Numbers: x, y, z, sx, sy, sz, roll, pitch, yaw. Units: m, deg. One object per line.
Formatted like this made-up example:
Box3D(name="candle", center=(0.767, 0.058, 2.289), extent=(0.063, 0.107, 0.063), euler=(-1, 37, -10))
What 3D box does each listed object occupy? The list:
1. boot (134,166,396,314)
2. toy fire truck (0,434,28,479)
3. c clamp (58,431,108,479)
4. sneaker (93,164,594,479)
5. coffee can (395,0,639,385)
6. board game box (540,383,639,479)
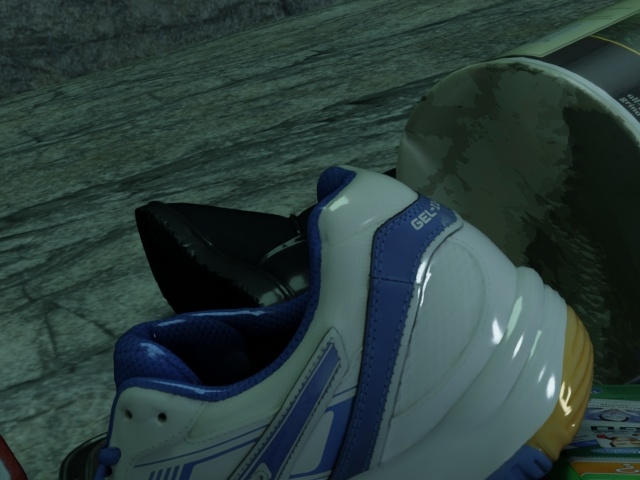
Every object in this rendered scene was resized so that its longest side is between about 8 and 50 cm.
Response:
Box3D(name="boot", center=(0.000, 0.000, 1.035), extent=(0.207, 0.094, 0.246), euler=(-25, 27, -24))
Box3D(name="toy fire truck", center=(-0.313, 0.121, 0.655), extent=(0.302, 0.169, 0.254), euler=(-22, 38, -25))
Box3D(name="c clamp", center=(-0.088, 0.135, 0.807), extent=(0.137, 0.022, 0.161), euler=(-20, 19, -7))
Box3D(name="sneaker", center=(-0.042, 0.092, 0.534), extent=(0.296, 0.131, 0.112), euler=(-44, 10, 16))
Box3D(name="coffee can", center=(0.210, -0.052, 0.875), extent=(0.275, 0.202, 0.201), euler=(-28, 22, -39))
Box3D(name="board game box", center=(0.238, 0.093, 0.485), extent=(0.317, 0.046, 0.213), euler=(0, 9, -4))
